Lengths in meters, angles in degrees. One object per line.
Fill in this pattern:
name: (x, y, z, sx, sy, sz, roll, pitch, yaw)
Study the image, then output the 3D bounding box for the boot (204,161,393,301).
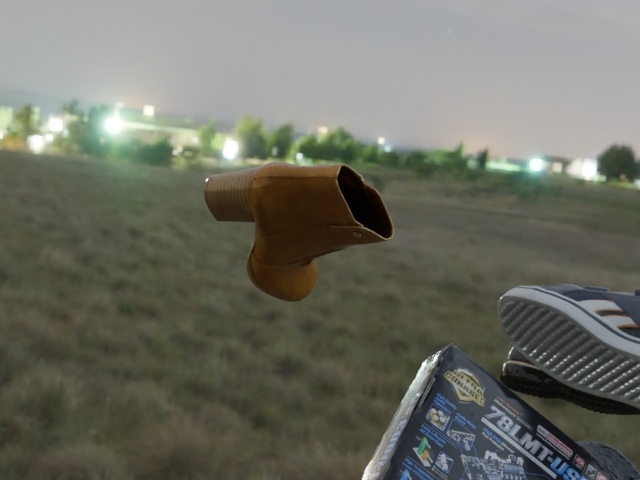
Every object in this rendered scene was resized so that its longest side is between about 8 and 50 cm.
boot: (0.000, -0.001, 1.514, 0.211, 0.104, 0.295, 1, -30, 28)

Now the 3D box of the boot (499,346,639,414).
boot: (0.353, 0.148, 1.566, 0.198, 0.137, 0.077, 14, -26, 18)

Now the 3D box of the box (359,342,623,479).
box: (0.190, 0.317, 1.344, 0.295, 0.293, 0.073, 39, -40, -7)

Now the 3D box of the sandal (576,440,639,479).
sandal: (0.547, 0.478, 1.883, 0.107, 0.446, 0.167, -29, 18, 49)

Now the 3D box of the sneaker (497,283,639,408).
sneaker: (0.379, 0.124, 1.454, 0.321, 0.126, 0.127, 25, 47, 36)
